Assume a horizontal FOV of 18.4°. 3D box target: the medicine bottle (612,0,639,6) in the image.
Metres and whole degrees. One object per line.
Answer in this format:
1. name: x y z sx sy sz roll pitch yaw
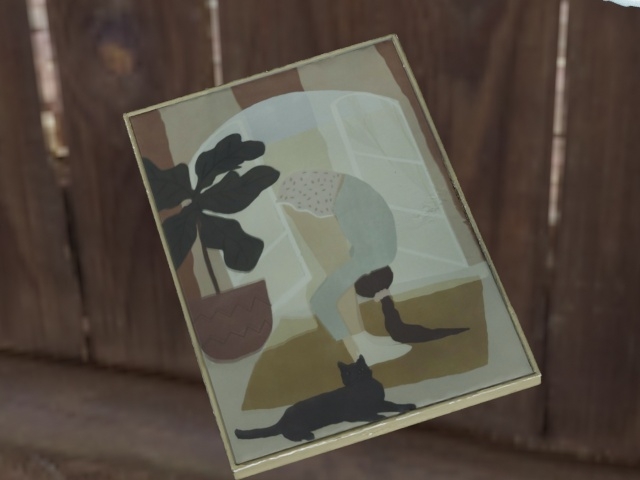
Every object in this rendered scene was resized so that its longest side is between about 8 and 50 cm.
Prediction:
1. medicine bottle: 0.185 -0.269 1.332 0.158 0.158 0.318 -5 25 -5

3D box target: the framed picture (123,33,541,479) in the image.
1. framed picture: 0.000 0.000 0.876 0.136 0.010 0.201 -17 56 -4
